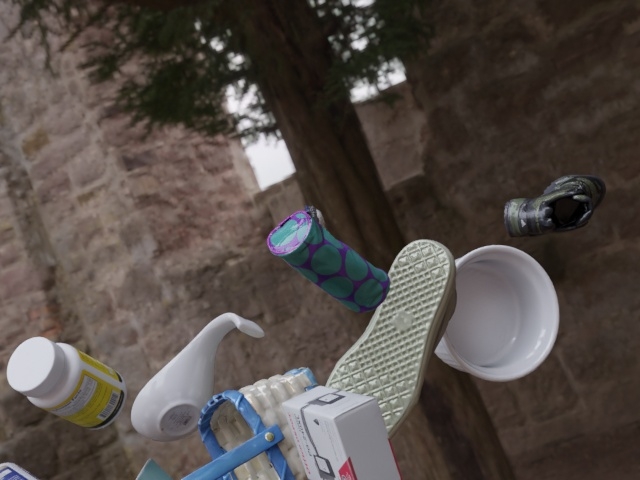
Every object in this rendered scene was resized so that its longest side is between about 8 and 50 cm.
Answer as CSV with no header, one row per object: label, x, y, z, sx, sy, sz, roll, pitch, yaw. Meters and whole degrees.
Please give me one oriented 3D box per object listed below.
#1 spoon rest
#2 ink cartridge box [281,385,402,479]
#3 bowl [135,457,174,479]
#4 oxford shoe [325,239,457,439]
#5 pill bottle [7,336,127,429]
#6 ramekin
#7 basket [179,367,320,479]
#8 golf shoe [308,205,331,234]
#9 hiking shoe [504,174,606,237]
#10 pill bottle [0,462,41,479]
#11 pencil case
spoon rest,-0.203,0.224,1.483,0.137,0.084,0.276,30,-74,-37
ink cartridge box,0.023,0.241,1.079,0.063,0.109,0.150,-21,6,-25
bowl,-0.323,0.586,1.682,0.311,0.163,0.311,-63,2,3
oxford shoe,0.136,0.214,1.677,0.449,0.169,0.130,-65,-20,-7
pill bottle,-0.450,0.254,1.605,0.119,0.119,0.208,-23,-35,13
ramekin,0.345,0.154,1.882,0.277,0.277,0.135,-20,0,-19
basket,-0.116,0.323,1.321,0.289,0.201,0.255,-23,-14,-26
golf shoe,0.000,0.000,1.575,0.077,0.094,0.198,-60,-3,-11
hiking shoe,0.406,-0.050,1.457,0.227,0.086,0.114,-22,19,-33
pill bottle,-0.472,0.436,1.456,0.169,0.094,0.094,19,19,32
pencil case,0.012,0.025,1.046,0.064,0.070,0.152,-37,-55,21
